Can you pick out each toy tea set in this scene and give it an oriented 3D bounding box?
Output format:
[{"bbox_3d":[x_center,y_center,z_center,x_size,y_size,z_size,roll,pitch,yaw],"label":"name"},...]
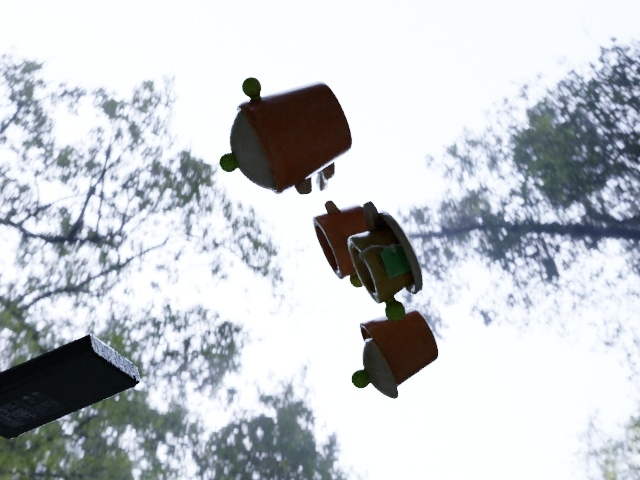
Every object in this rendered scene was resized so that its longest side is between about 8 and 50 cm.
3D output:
[{"bbox_3d":[0.000,0.000,0.962,0.124,0.200,0.336,-25,-104,-9],"label":"toy tea set"}]

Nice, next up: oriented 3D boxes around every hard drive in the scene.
[{"bbox_3d":[-0.238,0.130,0.860,0.135,0.022,0.094,-23,-30,5],"label":"hard drive"}]
